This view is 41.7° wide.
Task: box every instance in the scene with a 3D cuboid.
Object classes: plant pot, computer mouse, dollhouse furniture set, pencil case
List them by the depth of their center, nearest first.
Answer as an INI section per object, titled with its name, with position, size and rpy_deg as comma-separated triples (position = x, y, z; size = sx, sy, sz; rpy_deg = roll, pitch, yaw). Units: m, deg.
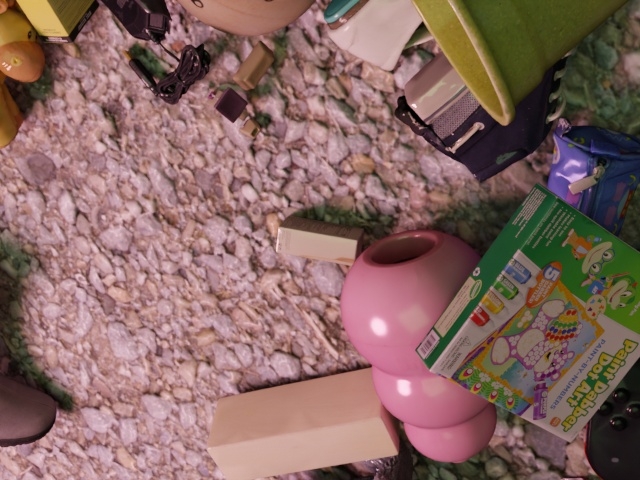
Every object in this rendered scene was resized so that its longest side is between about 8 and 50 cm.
[plant pot]
position = 0.220, -0.300, 0.843
size = 0.253, 0.276, 0.276
rpy_deg = -32, 98, 7
[pencil case]
position = 0.322, 0.001, 1.077
size = 0.119, 0.133, 0.306
rpy_deg = 16, 111, 13
[computer mouse]
position = -0.245, -0.305, 1.123
size = 0.262, 0.060, 0.184
rpy_deg = 47, 154, -6
[dollhouse furniture set]
position = -0.108, -0.219, 1.175
size = 0.081, 0.091, 0.114
rpy_deg = 35, 89, 43

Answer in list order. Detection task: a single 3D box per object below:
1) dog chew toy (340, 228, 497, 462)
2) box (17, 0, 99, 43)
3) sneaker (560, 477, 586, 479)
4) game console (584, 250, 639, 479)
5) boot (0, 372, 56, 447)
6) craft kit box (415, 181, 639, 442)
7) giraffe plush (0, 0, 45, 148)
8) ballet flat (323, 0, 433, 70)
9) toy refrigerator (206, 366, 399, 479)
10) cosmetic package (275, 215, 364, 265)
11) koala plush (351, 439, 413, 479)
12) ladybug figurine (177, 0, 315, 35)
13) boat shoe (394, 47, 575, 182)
[dog chew toy]
position = 0.151, 0.157, 1.136
size = 0.206, 0.207, 0.332
rpy_deg = -11, 111, 16
[box]
position = -0.376, -0.370, 1.081
size = 0.058, 0.087, 0.232
rpy_deg = 7, 147, 24
[sneaker]
position = 0.358, 0.396, 1.238
size = 0.118, 0.042, 0.067
rpy_deg = -43, 98, 13
[game console]
position = 0.560, 0.188, 1.121
size = 0.386, 0.060, 0.342
rpy_deg = 3, 107, 11
[boot]
position = -0.546, 0.182, 1.283
size = 0.338, 0.118, 0.223
rpy_deg = 20, 119, -20
[craft kit box]
position = 0.282, 0.095, 1.011
size = 0.246, 0.061, 0.250
rpy_deg = 28, 103, -27
[giraffe plush]
position = -0.455, -0.253, 1.165
size = 0.170, 0.181, 0.210
rpy_deg = -33, 115, 8
[ballet flat]
position = 0.179, -0.359, 1.018
size = 0.400, 0.139, 0.139
rpy_deg = -40, 95, 24
[toy refrigerator]
position = -0.022, 0.277, 1.246
size = 0.269, 0.102, 0.094
rpy_deg = -15, 124, 16
[cosmetic package]
position = 0.000, 0.000, 1.190
size = 0.115, 0.060, 0.041
rpy_deg = 11, 110, 11
[koala plush]
position = 0.026, 0.426, 1.258
size = 0.221, 0.203, 0.196
rpy_deg = -11, 104, 28
[ladybug figurine]
position = -0.115, -0.475, 1.000
size = 0.304, 0.162, 0.450
rpy_deg = -6, 99, 15
[boat shoe]
position = 0.266, -0.222, 1.044
size = 0.340, 0.127, 0.158
rpy_deg = -39, 111, 20
